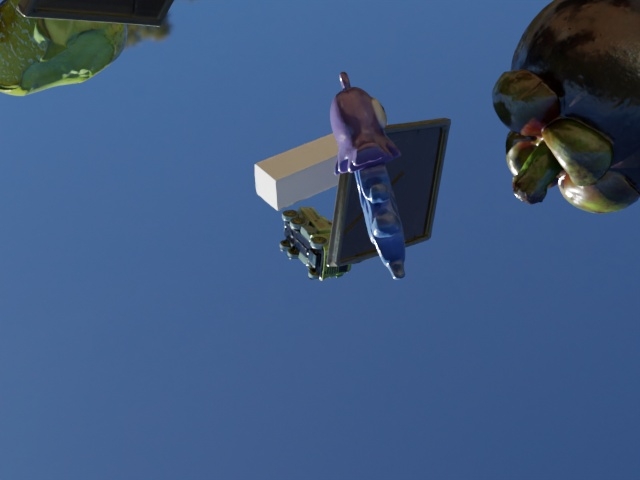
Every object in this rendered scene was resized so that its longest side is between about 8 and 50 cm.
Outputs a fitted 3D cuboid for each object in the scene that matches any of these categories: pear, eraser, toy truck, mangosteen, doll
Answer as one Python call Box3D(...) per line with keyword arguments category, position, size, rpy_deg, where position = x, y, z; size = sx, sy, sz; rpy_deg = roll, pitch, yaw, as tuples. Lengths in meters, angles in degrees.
Box3D(category="pear", position=(-0.526, -0.400, 2.288), size=(0.286, 0.176, 0.282), rpy_deg=(-33, 169, 35))
Box3D(category="eraser", position=(0.015, -0.158, 2.276), size=(0.298, 0.076, 0.078), rpy_deg=(-24, -138, -25))
Box3D(category="toy truck", position=(0.000, 0.000, 1.974), size=(0.100, 0.077, 0.169), rpy_deg=(-10, -150, -27))
Box3D(category="mangosteen", position=(0.367, -0.177, 1.452), size=(0.300, 0.300, 0.300), rpy_deg=(-3, -147, 2))
Box3D(category="doll", position=(0.049, -0.062, 1.078), size=(0.067, 0.205, 0.110), rpy_deg=(-16, -168, -2))

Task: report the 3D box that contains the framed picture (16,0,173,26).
Box3D(category="framed picture", position=(-0.270, -0.537, 1.792), size=(0.028, 0.446, 0.326), rpy_deg=(44, -154, 21))

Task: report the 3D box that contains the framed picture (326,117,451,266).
Box3D(category="framed picture", position=(0.102, -0.071, 1.562), size=(0.023, 0.189, 0.260), rpy_deg=(19, -160, 32))
